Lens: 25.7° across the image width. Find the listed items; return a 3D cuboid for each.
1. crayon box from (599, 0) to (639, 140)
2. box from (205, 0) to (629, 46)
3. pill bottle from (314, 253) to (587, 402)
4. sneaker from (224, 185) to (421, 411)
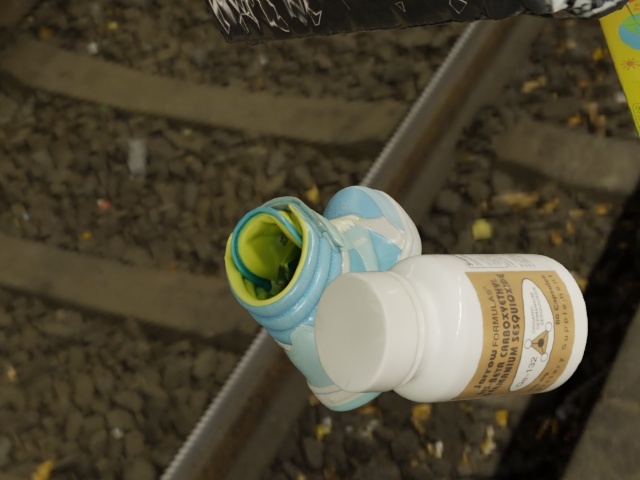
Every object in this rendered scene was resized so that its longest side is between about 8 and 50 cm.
[{"bbox_3d":[0.404,-0.215,1.443,0.202,0.318,0.081,-7,48,23],"label":"crayon box"},{"bbox_3d":[0.021,-0.362,0.642,0.297,0.480,0.472,-31,15,-13],"label":"box"},{"bbox_3d":[0.115,0.077,1.245,0.229,0.131,0.131,0,30,-37],"label":"pill bottle"},{"bbox_3d":[0.000,0.000,1.447,0.127,0.208,0.319,-29,30,22],"label":"sneaker"}]
